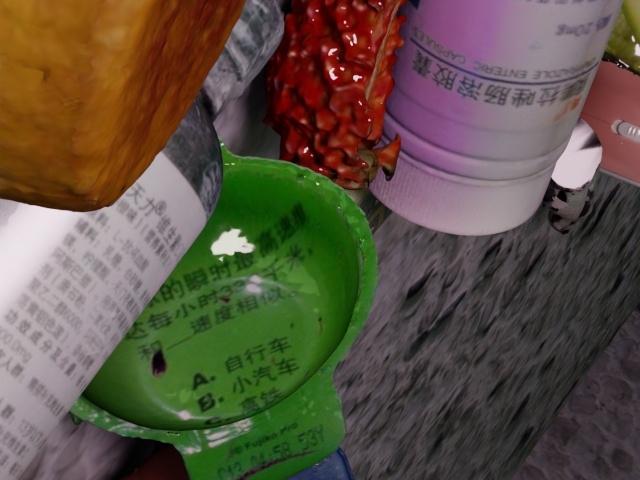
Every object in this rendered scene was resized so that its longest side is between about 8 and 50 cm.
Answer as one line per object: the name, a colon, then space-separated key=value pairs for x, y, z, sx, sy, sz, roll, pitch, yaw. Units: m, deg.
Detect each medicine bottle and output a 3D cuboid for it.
medicine bottle: x=0.118 y=-0.141 z=1.037 sx=0.152 sy=0.152 sz=0.254 roll=-43 pitch=156 yaw=-43
medicine bottle: x=-0.134 y=0.000 z=0.577 sx=0.293 sy=0.141 sz=0.141 roll=-54 pitch=162 yaw=-16

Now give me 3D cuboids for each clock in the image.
clock: x=0.349 y=-0.123 z=1.585 sx=0.142 sy=0.241 sz=0.227 roll=-66 pitch=162 yaw=10

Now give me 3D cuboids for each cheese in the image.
cheese: x=-0.053 y=0.070 z=0.887 sx=0.204 sy=0.083 sz=0.320 roll=-23 pitch=133 yaw=-7

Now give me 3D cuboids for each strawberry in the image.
strawberry: x=0.019 y=-0.132 z=0.917 sx=0.167 sy=0.087 sz=0.208 roll=-36 pitch=141 yaw=-78

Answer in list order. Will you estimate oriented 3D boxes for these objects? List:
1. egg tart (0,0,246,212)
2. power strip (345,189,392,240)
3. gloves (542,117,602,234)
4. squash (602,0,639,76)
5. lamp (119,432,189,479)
egg tart: x=-0.105 y=-0.109 z=0.435 sx=0.215 sy=0.171 sz=0.215 roll=25 pitch=90 yaw=-88
power strip: x=0.000 y=0.000 z=1.143 sx=0.268 sy=0.034 sz=0.092 roll=-48 pitch=160 yaw=-33
gloves: x=0.210 y=-0.074 z=1.469 sx=0.212 sy=0.128 sz=0.111 roll=-168 pitch=-85 yaw=-86
squash: x=0.288 y=-0.298 z=1.318 sx=0.288 sy=0.111 sz=0.203 roll=-58 pitch=-165 yaw=8
lamp: x=-0.089 y=0.197 z=1.071 sx=0.182 sy=0.140 sz=0.182 roll=-37 pitch=164 yaw=-12
